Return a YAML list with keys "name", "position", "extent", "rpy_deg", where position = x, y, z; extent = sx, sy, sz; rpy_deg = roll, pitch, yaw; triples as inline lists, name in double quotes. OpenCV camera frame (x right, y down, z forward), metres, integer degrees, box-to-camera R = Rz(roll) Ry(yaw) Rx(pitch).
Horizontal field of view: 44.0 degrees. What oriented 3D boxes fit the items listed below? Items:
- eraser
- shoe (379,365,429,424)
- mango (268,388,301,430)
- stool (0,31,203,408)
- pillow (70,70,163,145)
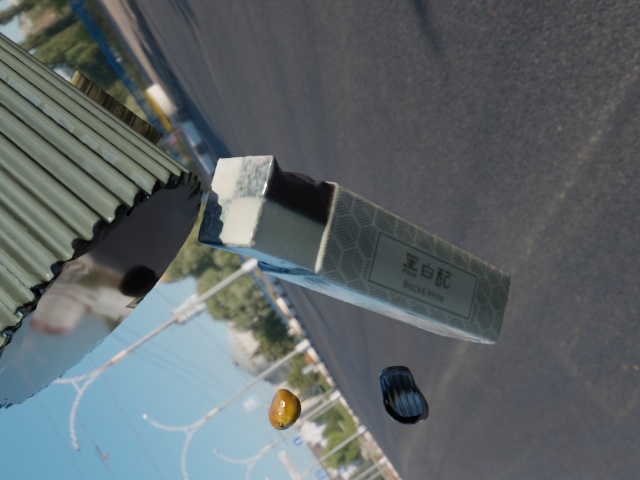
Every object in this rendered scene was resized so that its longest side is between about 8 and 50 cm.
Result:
- name: "eraser"
  position: [0.058, 0.021, 0.867]
  extent: [0.404, 0.098, 0.096]
  rpy_deg: [23, 167, -42]
- name: "shoe"
  position: [0.117, 0.232, 1.115]
  extent: [0.159, 0.062, 0.053]
  rpy_deg: [67, -168, -48]
- name: "mango"
  position: [-0.072, 0.341, 1.608]
  extent: [0.060, 0.080, 0.114]
  rpy_deg: [24, -168, -8]
- name: "stool"
  position: [-0.335, -0.051, 0.787]
  extent: [0.330, 0.297, 0.297]
  rpy_deg: [39, 172, 7]
- name: "pillow"
  position: [-0.396, -0.211, 1.474]
  extent: [0.203, 0.113, 0.038]
  rpy_deg: [38, 157, -33]
